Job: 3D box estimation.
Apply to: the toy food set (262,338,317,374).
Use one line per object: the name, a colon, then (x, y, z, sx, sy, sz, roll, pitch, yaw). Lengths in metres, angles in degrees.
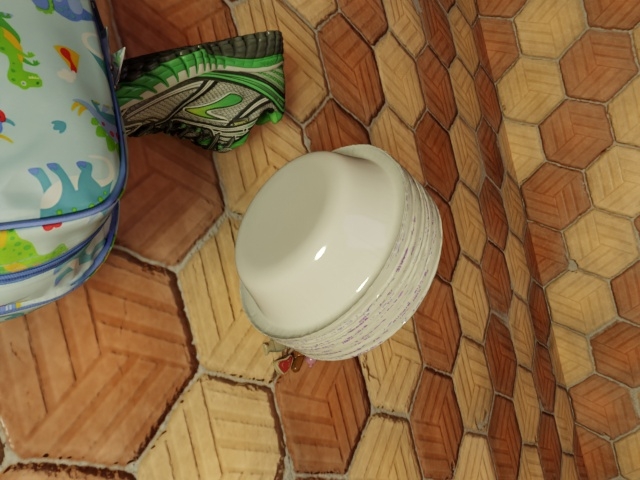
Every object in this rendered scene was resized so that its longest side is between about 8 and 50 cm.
toy food set: (-0.033, 0.169, 0.743, 0.122, 0.019, 0.078, -28, 101, -50)

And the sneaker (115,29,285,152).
sneaker: (-0.156, -0.170, 0.605, 0.343, 0.134, 0.146, -34, 122, -41)

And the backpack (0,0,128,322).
backpack: (-0.289, -0.105, 0.344, 0.290, 0.273, 0.356, -8, 93, -53)

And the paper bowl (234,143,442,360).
paper bowl: (0.000, 0.000, 0.621, 0.148, 0.284, 0.284, 34, 55, -38)
